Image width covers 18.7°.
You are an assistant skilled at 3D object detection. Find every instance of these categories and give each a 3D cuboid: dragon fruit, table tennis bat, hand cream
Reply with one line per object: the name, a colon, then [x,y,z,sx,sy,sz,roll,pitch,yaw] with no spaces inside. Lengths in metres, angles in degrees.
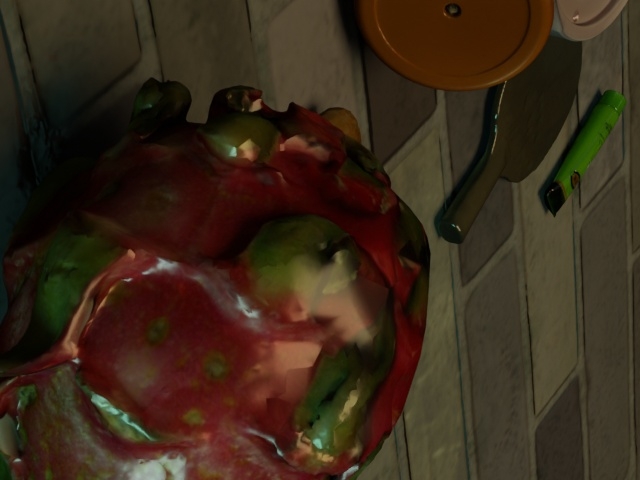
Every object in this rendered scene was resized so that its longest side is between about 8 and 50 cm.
dragon fruit: [-0.068,0.066,1.044,0.237,0.231,0.302,-98,-152,-79]
table tennis bat: [0.155,-0.091,1.546,0.234,0.022,0.131,-56,148,-30]
hand cream: [0.225,-0.077,1.666,0.122,0.023,0.036,-56,150,-19]

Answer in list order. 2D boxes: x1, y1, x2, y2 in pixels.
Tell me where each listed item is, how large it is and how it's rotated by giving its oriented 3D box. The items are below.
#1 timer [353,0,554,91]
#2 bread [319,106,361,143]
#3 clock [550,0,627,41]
timer: [0.097,-0.196,1.320,0.152,0.132,0.132,-76,162,-50]
bread: [-0.001,-0.022,1.289,0.154,0.054,0.136,10,94,-63]
clock: [0.188,-0.253,1.462,0.197,0.068,0.196,-34,133,-47]
